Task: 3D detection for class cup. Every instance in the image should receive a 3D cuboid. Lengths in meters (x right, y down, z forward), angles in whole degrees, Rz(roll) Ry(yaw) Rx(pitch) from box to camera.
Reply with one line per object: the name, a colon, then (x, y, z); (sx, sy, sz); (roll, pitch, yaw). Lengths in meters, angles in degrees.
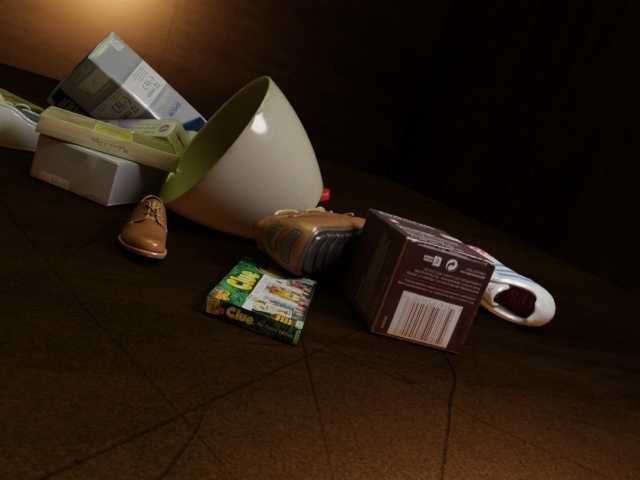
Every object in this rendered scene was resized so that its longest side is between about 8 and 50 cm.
cup: (-0.135, -0.133, 1.308); (0.237, 0.331, 0.331); (41, 1, -25)

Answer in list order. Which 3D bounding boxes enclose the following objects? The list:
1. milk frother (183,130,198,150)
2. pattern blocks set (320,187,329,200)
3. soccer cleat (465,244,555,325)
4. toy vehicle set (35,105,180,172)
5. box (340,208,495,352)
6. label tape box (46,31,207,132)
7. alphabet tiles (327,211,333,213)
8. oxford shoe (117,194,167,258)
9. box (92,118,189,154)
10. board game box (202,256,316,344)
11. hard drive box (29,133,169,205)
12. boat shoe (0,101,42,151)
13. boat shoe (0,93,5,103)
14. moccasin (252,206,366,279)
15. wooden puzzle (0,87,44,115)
milk frother: (-0.295, -0.195, 1.571); (0.129, 0.135, 0.143); (44, 48, 1)
pattern blocks set: (-0.161, -0.150, 1.660); (0.286, 0.026, 0.325); (-17, 37, -27)
soccer cleat: (0.373, 0.091, 1.452); (0.331, 0.115, 0.143); (27, 13, 31)
toy vehicle set: (-0.424, -0.207, 1.291); (0.267, 0.035, 0.166); (16, 12, -19)
box: (0.158, 0.064, 1.096); (0.169, 0.166, 0.203); (16, 12, -18)
label tape box: (-0.461, -0.304, 1.571); (0.249, 0.115, 0.348); (-19, -55, 43)
alphabet tiles: (0.106, -0.025, 1.824); (0.343, 0.011, 0.285); (27, 14, 34)
oxford shoe: (-0.284, -0.027, 1.036); (0.076, 0.075, 0.212); (17, 13, -22)
box: (-0.463, -0.243, 1.498); (0.324, 0.063, 0.067); (5, -39, 26)
board game box: (-0.082, 0.083, 0.970); (0.136, 0.030, 0.259); (17, 11, 0)
hard drive box: (-0.440, -0.149, 1.310); (0.181, 0.089, 0.232); (21, 11, 12)
boat shoe: (-0.663, -0.253, 1.419); (0.255, 0.095, 0.079); (12, 15, -38)
boat shoe: (-0.836, -0.295, 1.333); (0.116, 0.097, 0.324); (56, 25, 15)
moccasin: (-0.001, 0.003, 1.214); (0.147, 0.139, 0.380); (29, 16, 24)
wooden puzzle: (-0.950, -0.388, 1.650); (0.322, 0.080, 0.348); (26, 9, 30)
